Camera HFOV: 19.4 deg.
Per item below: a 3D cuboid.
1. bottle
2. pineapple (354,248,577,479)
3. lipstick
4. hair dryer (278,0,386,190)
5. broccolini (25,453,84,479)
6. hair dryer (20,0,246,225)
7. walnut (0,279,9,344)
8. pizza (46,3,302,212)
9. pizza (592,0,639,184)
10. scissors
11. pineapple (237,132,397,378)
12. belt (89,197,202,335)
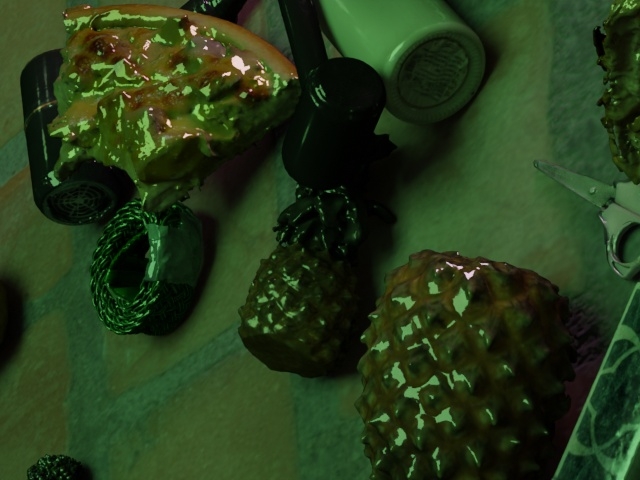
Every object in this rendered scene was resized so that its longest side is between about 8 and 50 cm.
[{"bbox_3d":[0.054,-0.207,1.710,0.104,0.104,0.245,-56,37,18],"label":"bottle"},{"bbox_3d":[0.093,0.191,1.420,0.175,0.175,0.361,6,82,54],"label":"pineapple"},{"bbox_3d":[0.216,0.172,1.337,0.077,0.076,0.289,23,89,56],"label":"lipstick"},{"bbox_3d":[-0.003,-0.176,1.662,0.114,0.071,0.248,113,151,-54],"label":"hair dryer"},{"bbox_3d":[-0.298,0.315,1.978,0.091,0.068,0.202,-110,35,-58],"label":"broccolini"},{"bbox_3d":[-0.191,-0.173,2.031,0.352,0.107,0.189,-35,50,31],"label":"hair dryer"},{"bbox_3d":[-0.439,0.087,2.184,0.167,0.149,0.166,-22,35,17],"label":"walnut"},{"bbox_3d":[-0.176,-0.147,1.893,0.323,0.089,0.223,20,68,33],"label":"pizza"},{"bbox_3d":[0.274,-0.170,1.350,0.071,0.189,0.297,36,112,26],"label":"pizza"},{"bbox_3d":[0.223,-0.037,1.482,0.189,0.015,0.100,34,99,55],"label":"scissors"},{"bbox_3d":[0.000,0.000,1.687,0.119,0.111,0.237,11,70,21],"label":"pineapple"},{"bbox_3d":[-0.170,0.026,1.921,0.121,0.079,0.151,42,118,42],"label":"belt"}]
